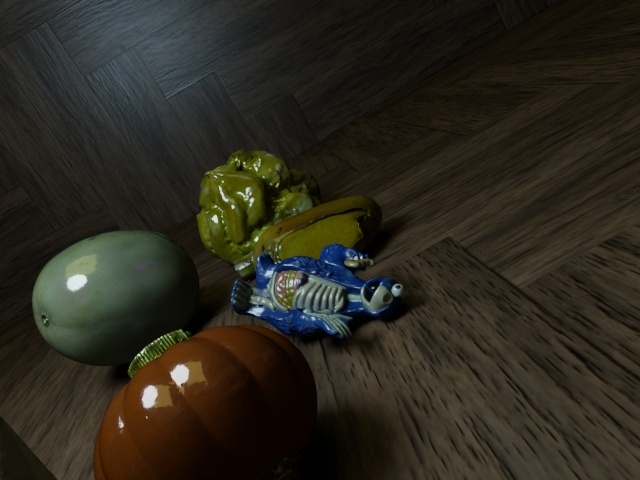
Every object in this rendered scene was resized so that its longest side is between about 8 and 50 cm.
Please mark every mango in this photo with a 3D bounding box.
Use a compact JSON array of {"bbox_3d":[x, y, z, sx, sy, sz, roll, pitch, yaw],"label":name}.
[{"bbox_3d":[0.000,0.000,1.010,0.262,0.130,0.167,-27,11,-9],"label":"mango"}]

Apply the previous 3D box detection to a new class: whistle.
[{"bbox_3d":[-0.040,-0.006,1.206,0.326,0.057,0.068,-29,36,11],"label":"whistle"}]

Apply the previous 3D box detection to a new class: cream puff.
[{"bbox_3d":[-0.164,-0.103,1.375,0.324,0.257,0.291,-39,22,-26],"label":"cream puff"}]

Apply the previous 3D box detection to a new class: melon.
[{"bbox_3d":[-0.391,0.111,1.115,0.269,0.268,0.330,-17,1,39],"label":"melon"}]

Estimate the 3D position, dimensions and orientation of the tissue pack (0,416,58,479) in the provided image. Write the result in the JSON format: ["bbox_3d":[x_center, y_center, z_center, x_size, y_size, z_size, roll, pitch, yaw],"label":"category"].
[{"bbox_3d":[-0.401,0.347,0.549,0.275,0.200,0.167,-32,18,-8],"label":"tissue pack"}]

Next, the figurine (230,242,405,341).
[{"bbox_3d":[0.002,0.083,0.808,0.262,0.120,0.164,10,47,40],"label":"figurine"}]

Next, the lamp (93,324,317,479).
[{"bbox_3d":[-0.104,0.181,0.536,0.223,0.196,0.223,-37,-22,-17],"label":"lamp"}]
